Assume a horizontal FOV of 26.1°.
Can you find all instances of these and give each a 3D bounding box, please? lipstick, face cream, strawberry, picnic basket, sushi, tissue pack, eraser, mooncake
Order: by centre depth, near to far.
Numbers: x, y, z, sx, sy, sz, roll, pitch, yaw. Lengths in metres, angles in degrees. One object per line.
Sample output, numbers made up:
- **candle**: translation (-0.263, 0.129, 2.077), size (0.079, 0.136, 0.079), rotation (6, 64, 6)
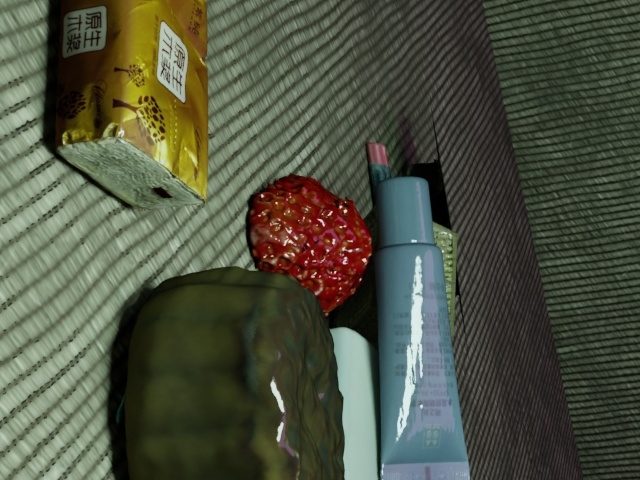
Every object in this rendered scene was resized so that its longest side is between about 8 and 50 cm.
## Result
- **tissue pack**: translation (-0.177, -0.161, 1.312), size (0.183, 0.092, 0.226), rotation (44, 43, -62)
- **mooncake**: translation (-0.072, 0.167, 1.348), size (0.290, 0.161, 0.290), rotation (-6, 90, -75)
- **eraser**: translation (0.034, 0.276, 1.713), size (0.189, 0.104, 0.290), rotation (51, 34, -44)
- **strawberry**: translation (0.000, 0.000, 1.729), size (0.236, 0.111, 0.190), rotation (22, 63, -68)
- **face cream**: translation (0.117, 0.112, 1.733), size (0.136, 0.086, 0.385), rotation (4, 76, -32)
- **picnic basket**: translation (0.094, 0.078, 1.895), size (0.134, 0.154, 0.196), rotation (24, 48, -19)
- **lipstick**: translation (0.102, -0.042, 2.166), size (0.053, 0.053, 0.234), rotation (25, 54, -68)
- **sushi**: translation (0.164, -0.013, 2.278), size (0.373, 0.100, 0.296), rotation (-93, 173, -50)

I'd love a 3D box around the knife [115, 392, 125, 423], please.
- **knife**: translation (-0.178, 0.140, 1.299), size (0.091, 0.005, 0.014), rotation (-72, 150, -54)
